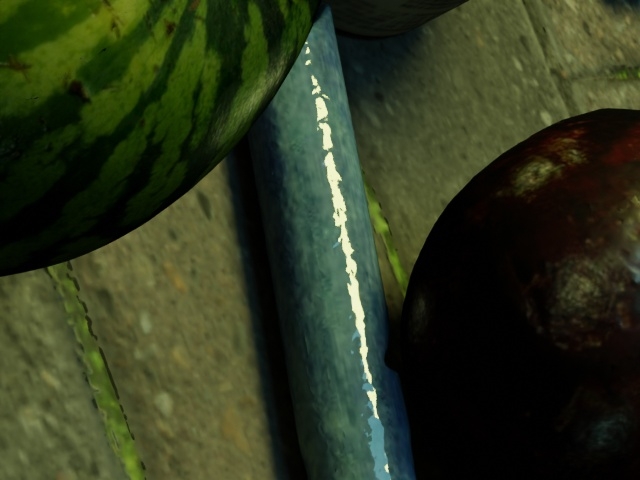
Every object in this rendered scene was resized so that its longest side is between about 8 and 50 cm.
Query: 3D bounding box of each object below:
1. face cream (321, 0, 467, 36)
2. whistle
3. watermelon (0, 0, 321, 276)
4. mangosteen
[{"bbox_3d":[0.063,-0.267,1.102,0.249,0.225,0.249,23,55,-37],"label":"face cream"},{"bbox_3d":[0.000,0.000,0.997,0.062,0.062,0.304,13,58,-43],"label":"whistle"},{"bbox_3d":[-0.145,-0.127,0.737,0.285,0.285,0.285,26,50,-36],"label":"watermelon"},{"bbox_3d":[0.173,0.065,0.988,0.261,0.235,0.235,38,31,24],"label":"mangosteen"}]
